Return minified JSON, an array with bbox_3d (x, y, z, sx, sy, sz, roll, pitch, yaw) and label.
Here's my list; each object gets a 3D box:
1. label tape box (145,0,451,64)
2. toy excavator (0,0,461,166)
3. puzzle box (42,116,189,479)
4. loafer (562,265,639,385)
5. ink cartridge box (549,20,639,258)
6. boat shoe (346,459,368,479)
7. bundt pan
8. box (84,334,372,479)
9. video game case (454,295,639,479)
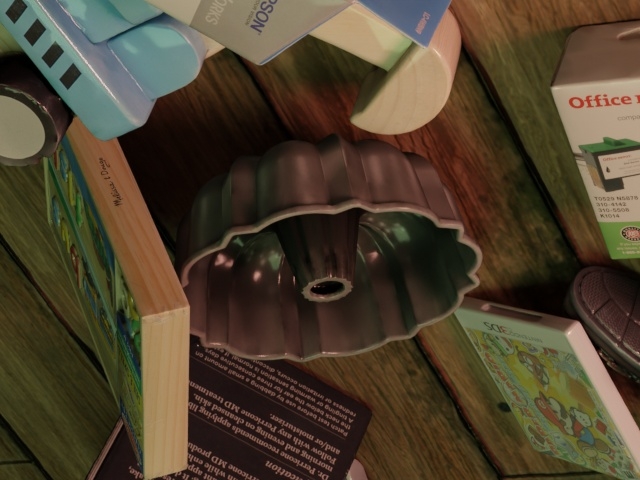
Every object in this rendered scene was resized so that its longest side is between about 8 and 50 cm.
[{"bbox_3d":[-0.051,-0.273,1.429,0.348,0.249,0.115,31,127,-3],"label":"label tape box"},{"bbox_3d":[-0.144,-0.228,1.587,0.445,0.222,0.433,-20,122,30],"label":"toy excavator"},{"bbox_3d":[-0.229,0.021,1.768,0.052,0.409,0.272,-14,139,-17],"label":"puzzle box"},{"bbox_3d":[0.380,0.137,1.738,0.303,0.109,0.095,29,143,-5],"label":"loafer"},{"bbox_3d":[0.326,-0.095,1.537,0.160,0.092,0.219,-4,130,30],"label":"ink cartridge box"},{"bbox_3d":[0.045,0.325,2.154,0.035,0.035,0.100,-5,136,28],"label":"boat shoe"},{"bbox_3d":[0.000,0.000,1.714,0.331,0.124,0.331,-6,150,-4],"label":"bundt pan"},{"bbox_3d":[-0.209,0.432,2.066,0.297,0.471,0.480,29,139,-2],"label":"box"},{"bbox_3d":[0.260,0.167,1.806,0.206,0.026,0.227,11,138,58],"label":"video game case"}]
